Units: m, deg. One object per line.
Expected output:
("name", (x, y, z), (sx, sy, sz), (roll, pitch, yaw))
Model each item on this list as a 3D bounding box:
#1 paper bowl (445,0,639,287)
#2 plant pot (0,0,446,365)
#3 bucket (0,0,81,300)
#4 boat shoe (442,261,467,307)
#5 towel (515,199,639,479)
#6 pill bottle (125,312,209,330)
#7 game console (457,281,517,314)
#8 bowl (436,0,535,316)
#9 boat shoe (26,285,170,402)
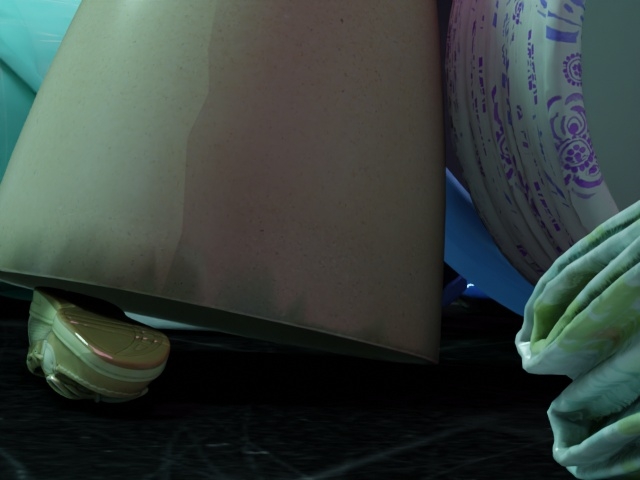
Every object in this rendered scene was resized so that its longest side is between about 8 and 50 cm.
("paper bowl", (0.189, -0.094, 1.064), (0.284, 0.284, 0.148), (0, 0, -35))
("plant pot", (-0.035, -0.089, 1.015), (0.256, 0.274, 0.256), (12, -6, 1))
("bucket", (-0.263, -0.080, 1.458), (0.183, 0.281, 0.281), (-3, 4, -34))
("boat shoe", (0.000, 0.000, 1.469), (0.258, 0.089, 0.109), (0, 22, 29))
("towel", (0.269, 0.016, 0.549), (0.374, 0.090, 0.320), (0, -11, -8))
("pill bottle", (-0.062, -0.122, 1.322), (0.210, 0.363, 0.210), (1, 1, 0))
("game console", (0.279, 0.046, 1.560), (0.293, 0.173, 0.250), (1, 33, 16))
("bowl", (0.185, -0.108, 1.252), (0.391, 0.391, 0.077), (0, -27, -29))
("boat shoe", (-0.112, 0.057, 0.883), (0.056, 0.048, 0.153), (14, 3, -24))
